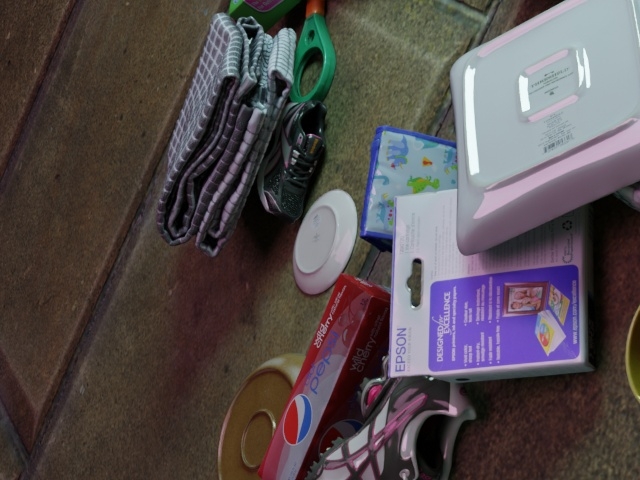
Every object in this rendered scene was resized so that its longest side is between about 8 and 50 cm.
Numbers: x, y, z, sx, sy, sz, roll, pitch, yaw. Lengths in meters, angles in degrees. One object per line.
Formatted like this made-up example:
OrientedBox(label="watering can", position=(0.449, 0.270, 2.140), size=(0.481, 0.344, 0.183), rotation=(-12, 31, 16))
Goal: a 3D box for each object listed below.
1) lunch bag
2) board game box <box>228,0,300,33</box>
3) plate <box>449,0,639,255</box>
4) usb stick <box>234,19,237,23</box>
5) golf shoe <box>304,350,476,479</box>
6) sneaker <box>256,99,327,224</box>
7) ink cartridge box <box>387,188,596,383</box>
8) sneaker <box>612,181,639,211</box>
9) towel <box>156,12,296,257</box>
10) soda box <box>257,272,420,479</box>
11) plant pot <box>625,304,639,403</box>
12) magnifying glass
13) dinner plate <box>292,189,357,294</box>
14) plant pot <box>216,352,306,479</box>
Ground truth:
OrientedBox(label="lunch bag", position=(0.114, -0.044, 1.577), size=(0.096, 0.151, 0.128), rotation=(-12, 65, 56))
OrientedBox(label="board game box", position=(-0.004, -0.470, 2.036), size=(0.316, 0.064, 0.242), rotation=(-35, 38, 44))
OrientedBox(label="plate", position=(0.239, -0.146, 1.440), size=(0.277, 0.045, 0.278), rotation=(-25, 43, 29))
OrientedBox(label="usb stick", position=(-0.123, -0.445, 2.257), size=(0.077, 0.045, 0.278), rotation=(-53, 35, 39))
OrientedBox(label="golf shoe", position=(0.067, 0.249, 1.550), size=(0.120, 0.105, 0.272), rotation=(40, 109, 49))
OrientedBox(label="sneaker", position=(-0.032, -0.113, 1.918), size=(0.077, 0.072, 0.178), rotation=(-21, 58, 50))
OrientedBox(label="ink cartridge box", position=(0.173, 0.040, 1.462), size=(0.208, 0.045, 0.206), rotation=(-6, 66, 24))
OrientedBox(label="sneaker", position=(0.321, -0.062, 1.368), size=(0.076, 0.065, 0.166), rotation=(-52, 36, 0))
OrientedBox(label="towel", position=(-0.134, -0.153, 1.963), size=(0.235, 0.121, 0.283), rotation=(-89, 21, -63))
OrientedBox(label="soda box", position=(0.026, 0.178, 1.655), size=(0.083, 0.092, 0.263), rotation=(34, 104, 59))
OrientedBox(label="plant pot", position=(0.338, 0.095, 1.210), size=(0.134, 0.095, 0.134), rotation=(-31, 50, 46))
OrientedBox(label="magnifying glass", position=(-0.008, -0.290, 2.021), size=(0.092, 0.026, 0.230), rotation=(-26, 55, 50))
OrientedBox(label="dinner plate", position=(0.000, 0.000, 1.862), size=(0.141, 0.017, 0.141), rotation=(-34, 46, 44))
OrientedBox(label="plant pot", position=(-0.069, 0.253, 1.822), size=(0.236, 0.032, 0.236), rotation=(-34, 47, 45))
